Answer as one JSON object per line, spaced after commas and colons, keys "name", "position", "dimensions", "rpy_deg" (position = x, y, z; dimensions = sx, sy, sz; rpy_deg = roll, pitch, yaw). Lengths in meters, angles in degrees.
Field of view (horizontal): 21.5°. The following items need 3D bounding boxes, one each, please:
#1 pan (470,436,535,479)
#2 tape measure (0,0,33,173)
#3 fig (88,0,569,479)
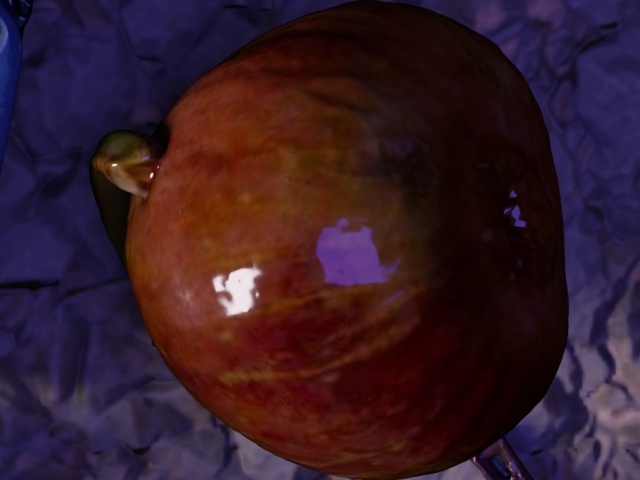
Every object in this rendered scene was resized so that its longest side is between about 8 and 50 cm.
{"name": "pan", "position": [0.142, 0.176, 0.804], "dimensions": [0.115, 0.040, 0.212], "rpy_deg": [-37, 102, 3]}
{"name": "tape measure", "position": [-0.190, -0.082, 0.605], "dimensions": [0.215, 0.098, 0.351], "rpy_deg": [11, 114, -15]}
{"name": "fig", "position": [0.001, 0.000, 0.682], "dimensions": [0.205, 0.205, 0.205], "rpy_deg": [-2, 97, -15]}
